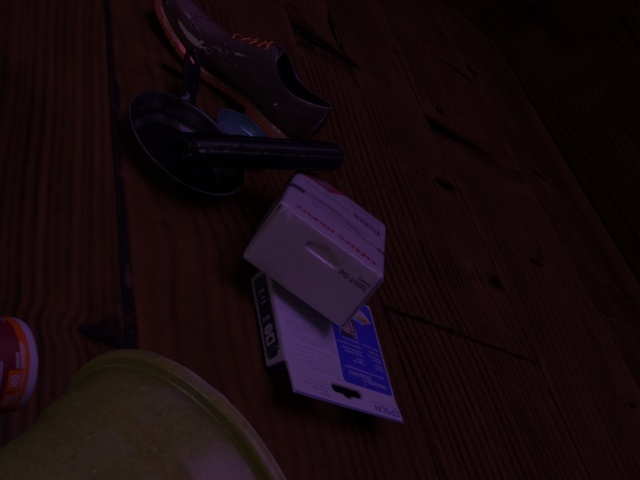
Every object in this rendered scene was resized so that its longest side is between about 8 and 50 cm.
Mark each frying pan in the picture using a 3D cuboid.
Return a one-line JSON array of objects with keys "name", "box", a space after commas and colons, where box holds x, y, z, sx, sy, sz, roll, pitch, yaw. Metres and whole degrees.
[{"name": "frying pan", "box": [-0.223, -0.188, 1.148, 0.197, 0.053, 0.326, 9, 47, -49]}]

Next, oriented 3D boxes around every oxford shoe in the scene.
[{"name": "oxford shoe", "box": [-0.131, -0.319, 1.347, 0.364, 0.133, 0.130, 43, 30, -9]}]

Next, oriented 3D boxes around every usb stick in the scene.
[{"name": "usb stick", "box": [-0.087, -0.128, 1.111, 0.278, 0.045, 0.077, -3, 17, -40]}]

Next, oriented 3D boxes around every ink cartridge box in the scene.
[{"name": "ink cartridge box", "box": [0.008, 0.152, 1.059, 0.206, 0.045, 0.208, 25, 34, -36]}, {"name": "ink cartridge box", "box": [0.000, 0.000, 1.110, 0.172, 0.100, 0.237, 36, 17, -6]}]

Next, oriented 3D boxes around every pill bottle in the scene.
[{"name": "pill bottle", "box": [-0.320, 0.104, 0.627, 0.152, 0.086, 0.086, 7, 49, -50]}]

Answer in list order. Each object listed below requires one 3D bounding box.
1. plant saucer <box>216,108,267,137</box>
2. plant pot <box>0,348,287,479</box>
[{"name": "plant saucer", "box": [-0.130, -0.167, 1.282, 0.119, 0.021, 0.119, 33, 33, -25]}, {"name": "plant pot", "box": [-0.186, 0.244, 0.498, 0.254, 0.276, 0.276, -23, 73, -48]}]
